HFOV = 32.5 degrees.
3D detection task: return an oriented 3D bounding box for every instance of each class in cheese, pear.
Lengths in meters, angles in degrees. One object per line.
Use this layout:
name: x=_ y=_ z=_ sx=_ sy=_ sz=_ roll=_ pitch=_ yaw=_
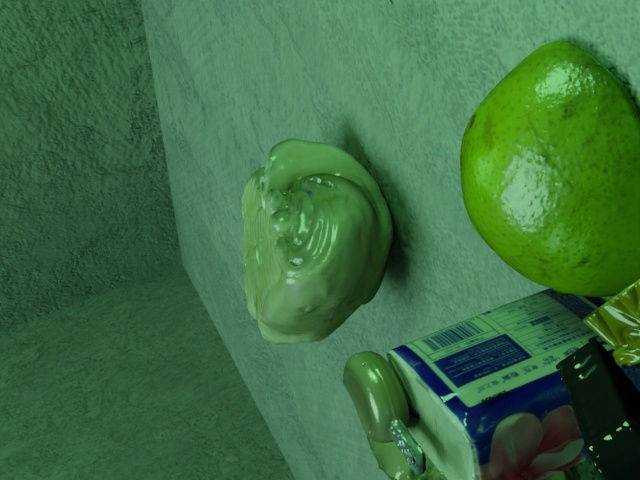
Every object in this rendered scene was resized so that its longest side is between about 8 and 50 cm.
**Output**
cheese: x=0.078 y=0.206 z=1.281 sx=0.092 sy=0.047 sz=0.171 roll=97 pitch=151 yaw=-57
pear: x=0.253 y=-0.087 z=1.203 sx=0.288 sy=0.139 sz=0.239 roll=58 pitch=152 yaw=30

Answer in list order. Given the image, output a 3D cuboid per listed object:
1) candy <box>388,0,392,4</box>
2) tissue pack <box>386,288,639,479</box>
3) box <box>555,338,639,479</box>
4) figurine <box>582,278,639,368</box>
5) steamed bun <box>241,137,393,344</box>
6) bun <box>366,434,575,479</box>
candy: x=0.071 y=-0.393 z=1.581 sx=0.123 sy=0.035 sz=0.035 roll=60 pitch=-165 yaw=-1
tissue pack: x=0.242 y=0.175 z=1.286 sx=0.209 sy=0.269 sz=0.137 roll=44 pitch=148 yaw=52
box: x=0.360 y=0.269 z=1.069 sx=0.350 sy=0.058 sz=0.211 roll=50 pitch=-164 yaw=-15
figurine: x=0.404 y=0.155 z=1.015 sx=0.315 sy=0.168 sz=0.187 roll=56 pitch=150 yaw=11
steamed bun: x=0.000 y=0.000 z=1.919 sx=0.352 sy=0.247 sz=0.339 roll=111 pitch=153 yaw=-56
bun: x=0.244 y=0.337 z=1.558 sx=0.364 sy=0.202 sz=0.364 roll=45 pitch=-176 yaw=-4
